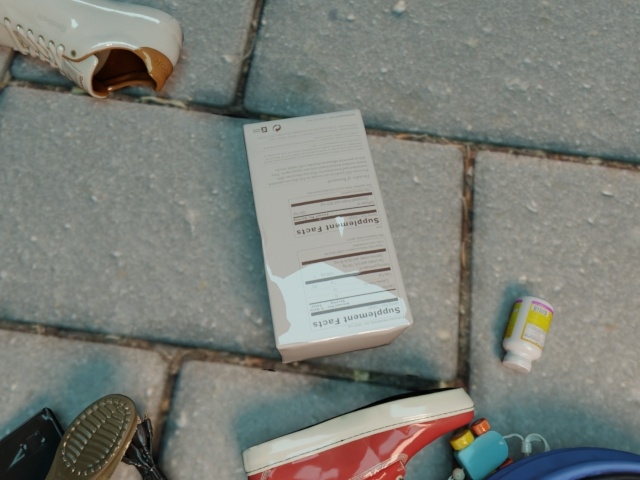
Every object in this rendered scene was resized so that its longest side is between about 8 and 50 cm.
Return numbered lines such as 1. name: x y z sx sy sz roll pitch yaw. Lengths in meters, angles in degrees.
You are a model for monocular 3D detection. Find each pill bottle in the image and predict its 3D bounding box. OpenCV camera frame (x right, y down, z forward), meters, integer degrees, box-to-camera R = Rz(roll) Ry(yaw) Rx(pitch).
1. pill bottle: 0.239 0.109 0.579 0.043 0.043 0.083 24 70 7

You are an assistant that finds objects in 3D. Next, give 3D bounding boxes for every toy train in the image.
1. toy train: 0.174 0.274 0.516 0.125 0.046 0.166 20 70 -1

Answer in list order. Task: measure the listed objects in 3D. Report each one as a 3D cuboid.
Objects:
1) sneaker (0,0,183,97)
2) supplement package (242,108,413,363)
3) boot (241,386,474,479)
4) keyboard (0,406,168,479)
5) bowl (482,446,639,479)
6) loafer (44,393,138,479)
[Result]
1. sneaker: -0.340 -0.262 0.661 0.290 0.106 0.123 7 67 -1
2. supplement package: 0.000 0.000 0.560 0.134 0.139 0.244 -9 71 -5
3. boot: 0.060 0.257 0.496 0.244 0.088 0.176 -20 72 -1
4. keyboard: -0.211 0.307 0.492 0.201 0.033 0.317 -36 76 -8
5. bowl: 0.270 0.380 0.407 0.391 0.077 0.391 2 67 -4
6. loafer: -0.225 0.216 0.478 0.056 0.050 0.148 30 78 9
